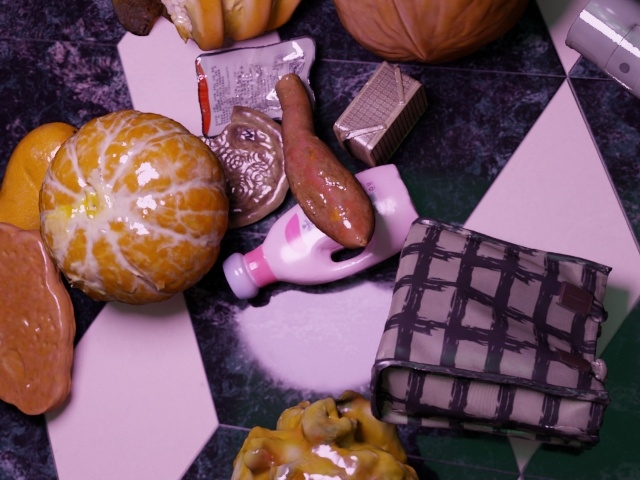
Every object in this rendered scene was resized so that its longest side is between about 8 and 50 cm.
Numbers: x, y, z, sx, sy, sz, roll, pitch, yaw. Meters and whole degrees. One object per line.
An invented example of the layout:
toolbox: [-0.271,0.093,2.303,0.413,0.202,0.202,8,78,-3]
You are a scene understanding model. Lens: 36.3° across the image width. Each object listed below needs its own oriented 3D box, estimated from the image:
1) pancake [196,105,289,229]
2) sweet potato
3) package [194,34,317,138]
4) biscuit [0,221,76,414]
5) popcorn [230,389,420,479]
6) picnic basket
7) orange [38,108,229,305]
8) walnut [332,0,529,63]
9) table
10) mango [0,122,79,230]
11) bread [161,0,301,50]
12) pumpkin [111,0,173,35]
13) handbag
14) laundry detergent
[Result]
pancake: [-0.155,-0.125,1.724,0.235,0.029,0.212,-35,75,9]
sweet potato: [-0.010,-0.122,1.590,0.109,0.109,0.385,-30,54,4]
package: [-0.111,-0.275,1.754,0.232,0.040,0.166,-9,80,16]
biscuit: [-0.564,0.147,1.705,0.312,0.057,0.351,-23,82,19]
popcorn: [0.005,0.401,1.441,0.321,0.290,0.325,50,119,14]
picnic basket: [0.104,-0.208,1.649,0.079,0.115,0.164,36,85,19]
orange: [-0.305,-0.054,1.619,0.330,0.249,0.329,-1,86,16]
walnut: [0.187,-0.477,1.602,0.354,0.308,0.397,-4,72,46]
table: [0.522,-0.303,1.578,0.220,0.126,0.126,43,88,18]
mango: [-0.504,-0.093,1.757,0.157,0.109,0.262,39,101,12]
bread: [-0.157,-0.487,1.675,0.270,0.211,0.315,-12,114,-5]
pumpkin: [-0.289,-0.512,1.796,0.131,0.149,0.253,14,79,23]
handbag: [0.258,0.135,1.449,0.327,0.162,0.325,9,43,11]
laundry detergent: [0.000,0.000,1.636,0.335,0.088,0.159,-26,67,6]
